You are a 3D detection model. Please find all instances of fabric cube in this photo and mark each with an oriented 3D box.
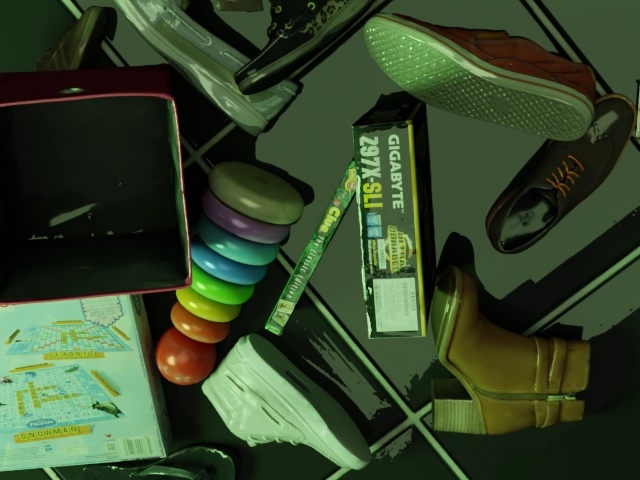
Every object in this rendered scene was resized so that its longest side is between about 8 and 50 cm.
[{"bbox_3d":[-0.307,-0.086,1.501,0.254,0.258,0.259,-5,109,-7],"label":"fabric cube"}]

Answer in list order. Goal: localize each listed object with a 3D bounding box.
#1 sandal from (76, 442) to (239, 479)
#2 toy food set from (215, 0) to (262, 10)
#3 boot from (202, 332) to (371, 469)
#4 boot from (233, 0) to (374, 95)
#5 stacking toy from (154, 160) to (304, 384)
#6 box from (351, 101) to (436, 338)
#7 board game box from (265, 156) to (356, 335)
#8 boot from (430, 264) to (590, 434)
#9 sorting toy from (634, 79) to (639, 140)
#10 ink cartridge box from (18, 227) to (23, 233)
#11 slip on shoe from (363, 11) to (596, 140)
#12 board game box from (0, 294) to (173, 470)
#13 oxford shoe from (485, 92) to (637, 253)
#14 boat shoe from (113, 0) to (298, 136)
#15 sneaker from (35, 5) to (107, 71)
[{"bbox_3d":[-0.245,0.370,1.725,0.254,0.054,0.097,-11,99,8],"label":"sandal"},{"bbox_3d":[-0.155,-0.407,1.541,0.071,0.128,0.218,-3,106,28],"label":"toy food set"},{"bbox_3d":[-0.052,0.263,1.674,0.258,0.095,0.123,45,108,5],"label":"boot"},{"bbox_3d":[-0.062,-0.320,1.531,0.236,0.085,0.178,-40,92,-18],"label":"boot"},{"bbox_3d":[-0.147,0.059,1.630,0.141,0.141,0.330,25,110,1],"label":"stacking toy"},{"bbox_3d":[0.100,-0.039,1.473,0.079,0.322,0.257,-5,99,9],"label":"box"},{"bbox_3d":[0.000,0.000,1.587,0.030,0.136,0.259,27,103,-2],"label":"board game box"},{"bbox_3d":[0.266,0.154,1.579,0.220,0.109,0.283,-3,116,0],"label":"boot"},{"bbox_3d":[0.451,-0.171,1.534,0.045,0.075,0.083,3,101,6],"label":"sorting toy"},{"bbox_3d":[-0.523,-0.026,1.677,0.180,0.060,0.104,-24,98,10],"label":"ink cartridge box"},{"bbox_3d":[0.215,-0.234,1.543,0.331,0.123,0.101,20,58,12],"label":"slip on shoe"},{"bbox_3d":[-0.401,0.180,1.672,0.319,0.066,0.318,-6,111,6],"label":"board game box"},{"bbox_3d":[0.333,-0.082,1.552,0.097,0.098,0.271,38,102,-2],"label":"oxford shoe"},{"bbox_3d":[-0.174,-0.282,1.566,0.320,0.118,0.103,44,91,-9],"label":"boat shoe"},{"bbox_3d":[-0.366,-0.252,1.615,0.071,0.066,0.188,26,102,2],"label":"sneaker"}]
